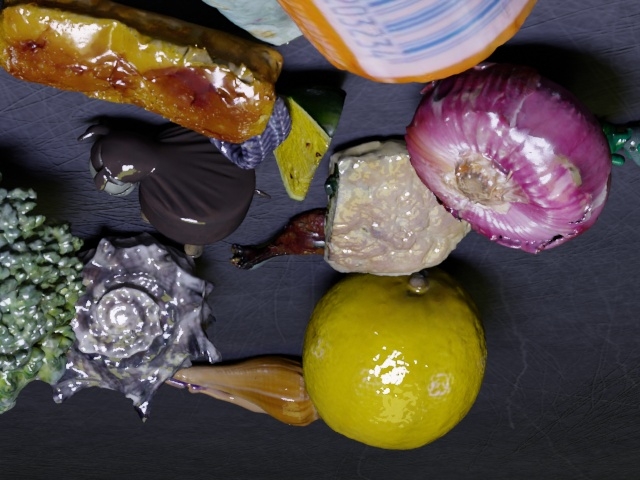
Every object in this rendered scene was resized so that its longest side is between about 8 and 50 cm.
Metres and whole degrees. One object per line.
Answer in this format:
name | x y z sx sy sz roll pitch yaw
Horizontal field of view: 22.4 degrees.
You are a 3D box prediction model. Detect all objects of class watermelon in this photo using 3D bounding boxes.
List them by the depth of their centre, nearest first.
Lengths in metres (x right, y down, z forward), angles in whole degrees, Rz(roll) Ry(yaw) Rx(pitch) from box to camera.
watermelon | -0.025 -0.119 1.690 0.075 0.092 0.181 16 161 -6

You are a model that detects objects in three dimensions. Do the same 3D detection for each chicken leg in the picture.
chicken leg | 0.000 0.000 1.991 0.253 0.051 0.106 -7 160 18

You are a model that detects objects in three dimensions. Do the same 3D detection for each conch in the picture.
conch | -0.273 0.089 2.031 0.313 0.186 0.240 9 131 20
conch | -0.101 0.207 2.401 0.330 0.093 0.109 17 174 7

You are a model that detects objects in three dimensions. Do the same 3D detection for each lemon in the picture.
lemon | 0.099 0.130 2.071 0.240 0.240 0.219 5 123 -13

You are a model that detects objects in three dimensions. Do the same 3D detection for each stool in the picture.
stool | -0.165 -0.062 1.765 0.217 0.125 0.121 14 154 -10

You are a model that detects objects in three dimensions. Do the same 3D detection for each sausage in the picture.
sausage | 0.032 -0.275 1.192 0.233 0.233 0.287 -12 153 21

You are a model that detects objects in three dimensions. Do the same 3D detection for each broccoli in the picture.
broccoli | -0.438 0.051 1.784 0.334 0.324 0.272 56 155 -14

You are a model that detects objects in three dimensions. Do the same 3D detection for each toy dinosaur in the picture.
toy dinosaur | 0.355 -0.102 1.795 0.096 0.059 0.132 -9 147 35

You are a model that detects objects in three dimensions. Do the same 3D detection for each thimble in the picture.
thimble | -0.082 -0.126 1.649 0.095 0.066 0.104 46 163 4

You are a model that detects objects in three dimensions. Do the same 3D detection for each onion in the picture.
onion | 0.209 -0.103 1.676 0.230 0.163 0.230 34 153 20

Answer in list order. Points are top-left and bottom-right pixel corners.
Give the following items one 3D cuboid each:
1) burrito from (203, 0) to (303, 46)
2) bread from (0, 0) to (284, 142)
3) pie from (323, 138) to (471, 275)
burrito | -0.075 -0.248 1.411 0.144 0.089 0.229 -27 148 36
bread | -0.172 -0.170 1.521 0.271 0.077 0.139 17 158 -5
pie | 0.091 -0.033 1.863 0.185 0.052 0.218 3 135 -6
